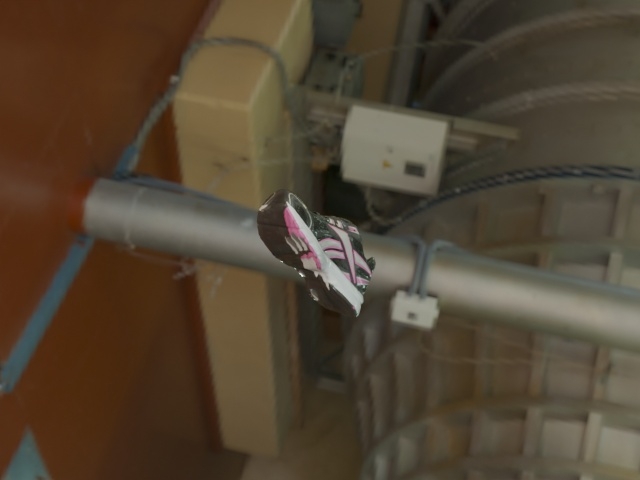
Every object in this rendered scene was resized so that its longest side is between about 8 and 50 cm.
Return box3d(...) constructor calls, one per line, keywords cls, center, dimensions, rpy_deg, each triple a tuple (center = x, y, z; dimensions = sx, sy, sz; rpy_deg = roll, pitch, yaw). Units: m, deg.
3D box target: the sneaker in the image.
box3d(cls="sneaker", center=(0.000, 0.000, 1.222), dimensions=(0.077, 0.072, 0.178), rpy_deg=(-59, 139, -24))
